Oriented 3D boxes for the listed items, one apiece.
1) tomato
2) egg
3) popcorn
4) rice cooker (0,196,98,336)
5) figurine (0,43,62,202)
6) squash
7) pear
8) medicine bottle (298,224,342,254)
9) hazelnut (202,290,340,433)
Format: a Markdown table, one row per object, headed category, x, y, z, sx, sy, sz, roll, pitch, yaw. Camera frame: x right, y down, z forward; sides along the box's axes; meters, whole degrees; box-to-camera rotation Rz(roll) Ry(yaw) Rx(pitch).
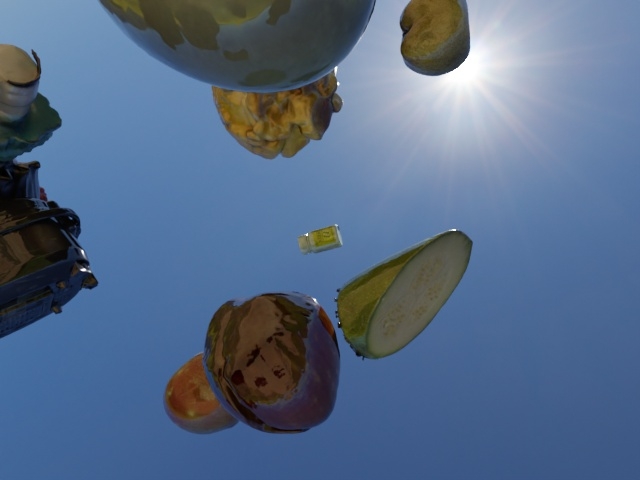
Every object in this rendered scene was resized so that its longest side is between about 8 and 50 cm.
| category | x | y | z | sx | sy | sz | roll | pitch | yaw |
| --- | --- | --- | --- | --- | --- | --- | --- | --- | --- |
| tomato | -0.306 | 0.433 | 1.556 | 0.270 | 0.270 | 0.222 | -43 | -100 | 3 |
| egg | -0.099 | -0.293 | 0.538 | 0.258 | 0.258 | 0.352 | -46 | -112 | 1 |
| popcorn | -0.125 | -0.413 | 1.428 | 0.354 | 0.344 | 0.390 | -37 | -140 | 32 |
| rice cooker | -0.290 | 0.029 | 0.491 | 0.106 | 0.165 | 0.112 | 55 | -39 | 12 |
| figurine | -0.322 | -0.081 | 0.538 | 0.245 | 0.138 | 0.110 | -48 | -116 | 42 |
| squash | 0.178 | 0.109 | 1.052 | 0.260 | 0.189 | 0.189 | -26 | -131 | 31 |
| pear | 0.223 | -0.409 | 1.077 | 0.136 | 0.167 | 0.167 | -4 | -124 | 8 |
| medicine bottle | 0.000 | 0.000 | 1.101 | 0.083 | 0.047 | 0.047 | -15 | -128 | 9 |
| hazelnut | -0.063 | 0.182 | 0.849 | 0.218 | 0.218 | 0.234 | -46 | -150 | 1 |
